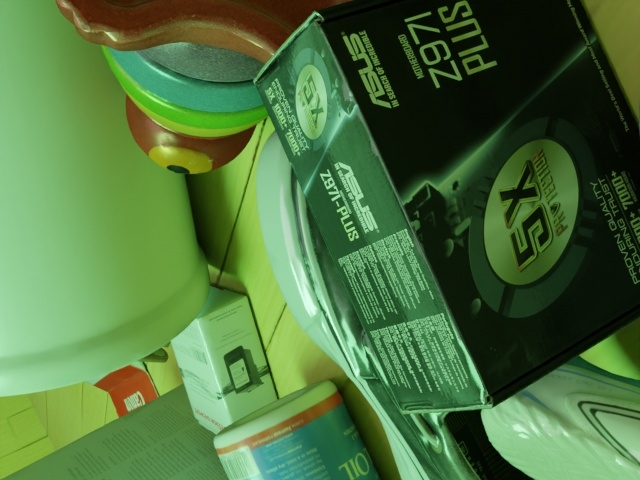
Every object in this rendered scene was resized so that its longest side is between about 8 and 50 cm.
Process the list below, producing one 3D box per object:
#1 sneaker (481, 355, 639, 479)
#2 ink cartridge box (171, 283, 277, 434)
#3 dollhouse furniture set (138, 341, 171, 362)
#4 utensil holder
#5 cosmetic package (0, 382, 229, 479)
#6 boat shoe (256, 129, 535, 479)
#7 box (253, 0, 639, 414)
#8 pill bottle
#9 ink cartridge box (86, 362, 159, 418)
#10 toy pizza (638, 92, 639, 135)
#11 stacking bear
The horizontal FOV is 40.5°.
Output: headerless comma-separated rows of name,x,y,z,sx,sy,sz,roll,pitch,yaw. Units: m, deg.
sneaker,0.192,0.120,0.412,0.237,0.086,0.085,32,154,26
ink cartridge box,-0.109,0.131,0.942,0.109,0.063,0.151,11,120,57
dollhouse furniture set,-0.210,0.077,1.115,0.144,0.123,0.151,42,109,37
utensil holder,-0.296,-0.100,0.823,0.327,0.327,0.386,28,132,49
cosmetic package,-0.174,0.311,0.955,0.377,0.284,0.098,19,126,55
boat shoe,0.082,0.065,0.537,0.119,0.121,0.335,-11,111,53
box,0.076,-0.031,0.417,0.077,0.147,0.180,-26,87,62
pill bottle,0.004,0.248,0.772,0.222,0.124,0.124,64,152,4
ink cartridge box,-0.385,0.196,1.436,0.385,0.091,0.308,66,152,5
toy pizza,0.206,-0.033,0.315,0.201,0.032,0.201,41,144,40
stacking bear,-0.080,-0.136,0.605,0.289,0.175,0.164,131,145,-70
